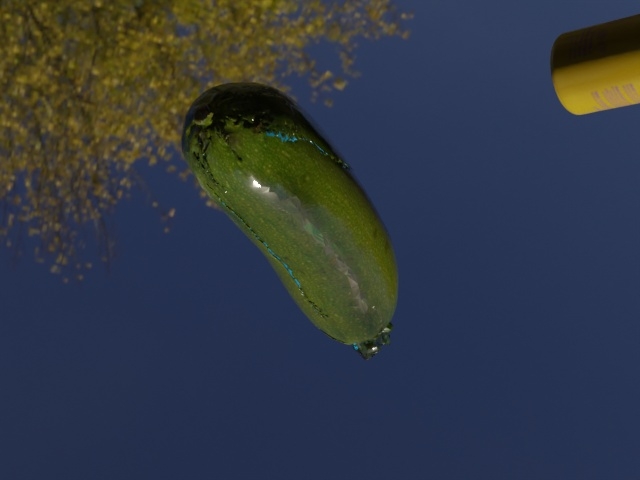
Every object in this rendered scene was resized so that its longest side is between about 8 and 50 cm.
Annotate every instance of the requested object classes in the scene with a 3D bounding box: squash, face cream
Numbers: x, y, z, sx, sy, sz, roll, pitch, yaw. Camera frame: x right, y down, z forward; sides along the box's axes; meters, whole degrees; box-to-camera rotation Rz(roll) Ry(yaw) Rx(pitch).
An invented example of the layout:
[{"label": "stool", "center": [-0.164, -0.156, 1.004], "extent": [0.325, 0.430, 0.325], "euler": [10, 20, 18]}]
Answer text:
[{"label": "squash", "center": [0.000, 0.001, 0.729], "extent": [0.087, 0.331, 0.087], "euler": [-9, -123, 15]}, {"label": "face cream", "center": [0.332, -0.167, 0.917], "extent": [0.078, 0.273, 0.078], "euler": [10, -103, -48]}]
